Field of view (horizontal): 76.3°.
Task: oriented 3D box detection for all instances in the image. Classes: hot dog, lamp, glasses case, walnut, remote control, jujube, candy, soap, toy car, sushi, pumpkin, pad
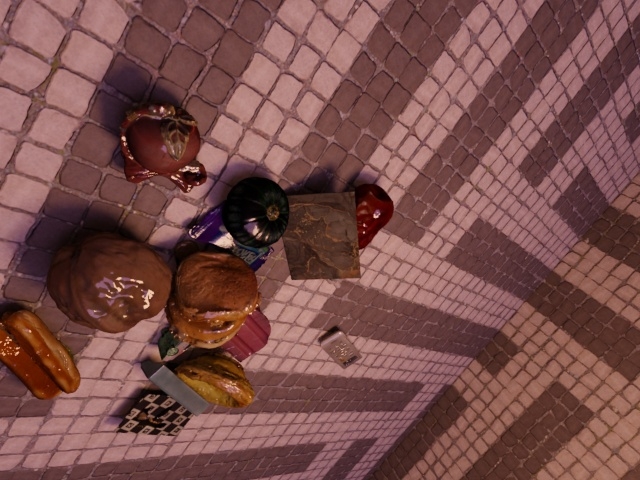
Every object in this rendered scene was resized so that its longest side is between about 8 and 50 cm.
[{"bbox_3d":[-0.742,0.305,1.072,0.135,0.100,0.337,-18,130,-12],"label":"hot dog"},{"bbox_3d":[-0.343,-0.217,0.923,0.215,0.150,0.223,10,159,-33],"label":"lamp"},{"bbox_3d":[-0.489,0.497,1.358,0.266,0.105,0.056,61,42,-37],"label":"glasses case"},{"bbox_3d":[-0.503,0.104,0.988,0.273,0.227,0.273,-23,137,-23],"label":"walnut"},{"bbox_3d":[0.093,0.483,1.815,0.109,0.055,0.313,-33,140,0],"label":"remote control"},{"bbox_3d":[0.141,-0.074,1.345,0.155,0.155,0.230,11,120,-39],"label":"jujube"},{"bbox_3d":[-0.252,0.007,1.201,0.145,0.070,0.275,-45,132,-7],"label":"candy"},{"bbox_3d":[-0.275,0.268,1.350,0.182,0.112,0.289,-37,136,-6],"label":"soap"},{"bbox_3d":[-0.417,0.279,1.273,0.224,0.090,0.076,-44,136,7],"label":"toy car"},{"bbox_3d":[-0.574,0.614,1.459,0.192,0.043,0.279,-49,141,4],"label":"sushi"},{"bbox_3d":[-0.169,-0.076,1.113,0.202,0.140,0.201,-4,96,-48],"label":"pumpkin"},{"bbox_3d":[0.000,0.000,1.317,0.248,0.007,0.367,-2,131,6],"label":"pad"}]

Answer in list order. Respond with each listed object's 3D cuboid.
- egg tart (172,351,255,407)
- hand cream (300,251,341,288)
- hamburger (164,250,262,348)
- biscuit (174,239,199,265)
[{"bbox_3d":[-0.354,0.472,1.398,0.294,0.294,0.123,68,34,-44],"label":"egg tart"},{"bbox_3d":[0.013,0.085,1.454,0.084,0.050,0.257,-39,129,-5],"label":"hand cream"},{"bbox_3d":[-0.308,0.162,1.120,0.260,0.245,0.211,-54,177,-36],"label":"hamburger"},{"bbox_3d":[-0.383,0.061,1.185,0.071,0.018,0.147,-19,130,-25],"label":"biscuit"}]
